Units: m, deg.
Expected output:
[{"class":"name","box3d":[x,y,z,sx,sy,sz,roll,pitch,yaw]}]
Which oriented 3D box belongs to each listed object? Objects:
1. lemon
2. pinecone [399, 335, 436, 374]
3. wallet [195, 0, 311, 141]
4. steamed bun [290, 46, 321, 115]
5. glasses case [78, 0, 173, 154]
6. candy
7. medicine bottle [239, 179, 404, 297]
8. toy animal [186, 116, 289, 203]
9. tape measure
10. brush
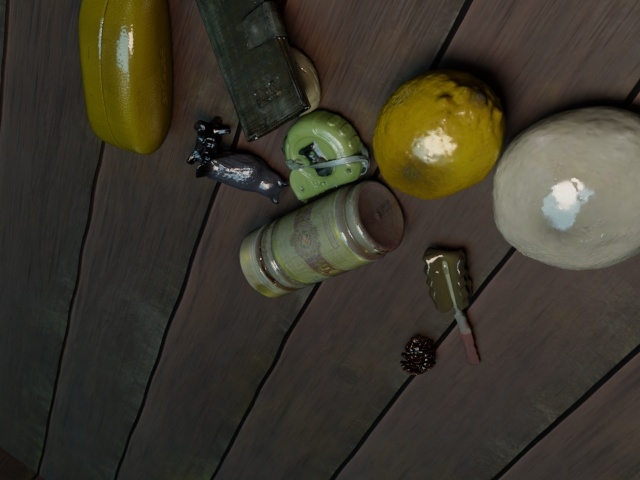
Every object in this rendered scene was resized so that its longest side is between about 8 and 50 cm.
[{"class":"lemon","box3d":[0.188,-0.168,1.356,0.204,0.204,0.260,43,150,-3]},{"class":"pinecone","box3d":[0.203,0.238,1.759,0.077,0.077,0.083,8,104,28]},{"class":"wallet","box3d":[-0.127,-0.343,1.450,0.169,0.044,0.317,-22,86,45]},{"class":"steamed bun","box3d":[-0.059,-0.275,1.507,0.112,0.091,0.130,5,126,29]},{"class":"glasses case","box3d":[-0.355,-0.324,1.602,0.141,0.173,0.371,19,132,15]},{"class":"candy","box3d":[0.401,-0.067,1.305,0.295,0.185,0.296,16,129,21]},{"class":"medicine bottle","box3d":[0.000,0.000,1.642,0.322,0.151,0.151,-23,109,42]},{"class":"toy animal","box3d":[-0.166,-0.141,1.667,0.210,0.117,0.121,32,129,10]},{"class":"tape measure","box3d":[0.004,-0.160,1.561,0.177,0.087,0.154,-18,108,38]},{"class":"brush","box3d":[0.267,0.139,1.646,0.084,0.071,0.301,1,130,28]}]
